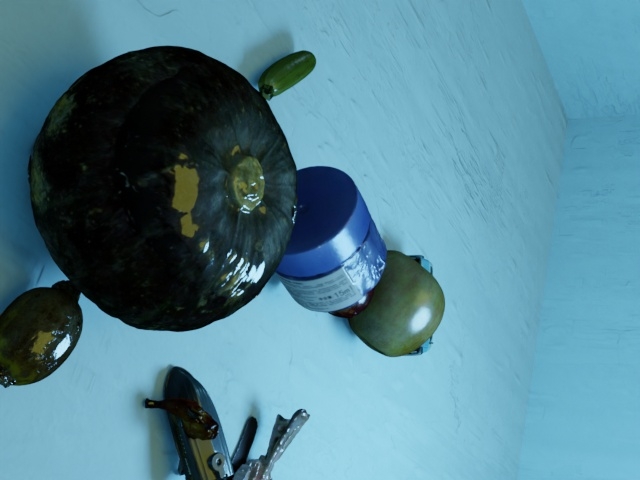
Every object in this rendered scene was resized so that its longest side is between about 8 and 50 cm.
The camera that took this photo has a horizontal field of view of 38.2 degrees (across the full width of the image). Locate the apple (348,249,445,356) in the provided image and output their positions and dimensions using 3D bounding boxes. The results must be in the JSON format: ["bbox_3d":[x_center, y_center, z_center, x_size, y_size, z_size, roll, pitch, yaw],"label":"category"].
[{"bbox_3d":[0.181,0.163,2.338,0.234,0.257,0.257,-48,139,-7],"label":"apple"}]

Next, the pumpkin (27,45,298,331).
[{"bbox_3d":[-0.242,-0.082,1.471,0.454,0.344,0.455,11,76,-53],"label":"pumpkin"}]

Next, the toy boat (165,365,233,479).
[{"bbox_3d":[-0.240,0.355,1.747,0.093,0.103,0.246,-18,93,-44],"label":"toy boat"}]

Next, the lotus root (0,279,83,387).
[{"bbox_3d":[-0.421,0.137,1.389,0.209,0.120,0.120,-60,139,-41],"label":"lotus root"}]

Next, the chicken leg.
[{"bbox_3d":[-0.249,0.318,1.686,0.062,0.145,0.037,-52,-173,0],"label":"chicken leg"}]

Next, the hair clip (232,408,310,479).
[{"bbox_3d":[-0.117,0.488,1.958,0.300,0.069,0.173,-62,146,-21],"label":"hair clip"}]

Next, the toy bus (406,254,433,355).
[{"bbox_3d":[0.243,0.183,2.552,0.164,0.133,0.272,18,72,-64],"label":"toy bus"}]

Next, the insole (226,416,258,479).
[{"bbox_3d":[-0.167,0.458,1.945,0.064,0.004,0.188,58,42,-48],"label":"insole"}]

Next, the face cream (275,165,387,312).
[{"bbox_3d":[0.000,0.000,2.004,0.225,0.249,0.249,62,39,-46],"label":"face cream"}]

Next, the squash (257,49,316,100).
[{"bbox_3d":[-0.081,-0.366,2.040,0.252,0.066,0.066,-46,128,-52],"label":"squash"}]

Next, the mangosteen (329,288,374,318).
[{"bbox_3d":[0.036,0.106,2.195,0.181,0.156,0.146,13,105,-32],"label":"mangosteen"}]
